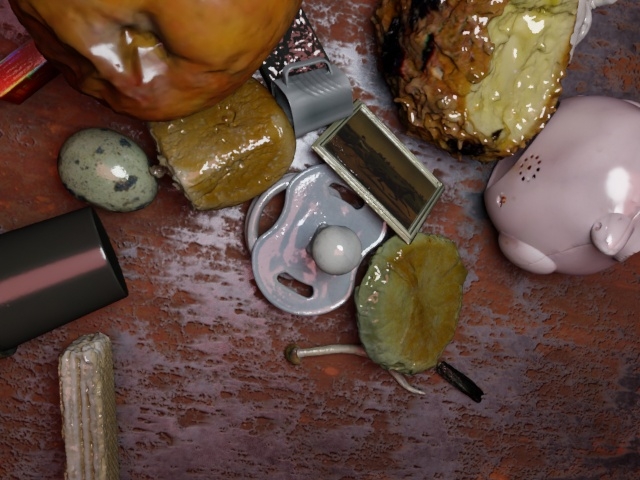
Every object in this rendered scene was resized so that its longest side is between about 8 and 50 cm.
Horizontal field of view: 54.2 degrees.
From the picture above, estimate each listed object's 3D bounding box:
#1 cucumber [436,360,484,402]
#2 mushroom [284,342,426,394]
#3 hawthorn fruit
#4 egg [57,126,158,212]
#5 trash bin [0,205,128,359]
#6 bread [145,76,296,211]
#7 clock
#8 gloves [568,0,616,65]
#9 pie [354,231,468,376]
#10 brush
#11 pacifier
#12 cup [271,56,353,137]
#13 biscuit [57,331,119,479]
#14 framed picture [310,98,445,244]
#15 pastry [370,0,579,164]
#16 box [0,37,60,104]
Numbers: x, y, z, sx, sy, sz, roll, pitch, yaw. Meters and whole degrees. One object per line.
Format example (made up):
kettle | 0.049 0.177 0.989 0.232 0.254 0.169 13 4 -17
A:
cucumber | 0.292 0.294 1.301 0.135 0.034 0.033 37 85 -11
mushroom | 0.079 0.248 1.264 0.307 0.043 0.068 14 111 -11
hawthorn fruit | -0.241 -0.393 0.886 0.472 0.472 0.471 -1 96 -9
egg | -0.371 -0.120 1.101 0.182 0.141 0.141 29 91 -1
trash bin | -0.519 0.081 1.069 0.334 0.214 0.214 -20 99 -14
bread | -0.180 -0.160 1.104 0.247 0.176 0.195 -28 62 -10
clock | 0.471 -0.107 1.117 0.251 0.377 0.368 38 89 -7
gloves | 0.497 -0.447 1.206 0.097 0.119 0.229 39 113 20
pie | 0.179 0.117 1.205 0.307 0.071 0.306 -14 112 -38
brush | -0.075 -0.378 1.161 0.123 0.059 0.197 -30 101 -6
pacifier | 0.000 0.000 1.122 0.244 0.233 0.299 28 90 -19
cup | -0.019 -0.265 1.120 0.130 0.095 0.128 -23 135 -15
biscuit | -0.421 0.390 1.148 0.079 0.144 0.425 -2 95 -7
framed picture | 0.118 -0.136 1.169 0.252 0.014 0.197 44 47 -6
pastry | 0.249 -0.349 1.090 0.293 0.337 0.404 -15 129 -24
box | -0.484 -0.308 1.081 0.175 0.112 0.048 -39 100 -1
